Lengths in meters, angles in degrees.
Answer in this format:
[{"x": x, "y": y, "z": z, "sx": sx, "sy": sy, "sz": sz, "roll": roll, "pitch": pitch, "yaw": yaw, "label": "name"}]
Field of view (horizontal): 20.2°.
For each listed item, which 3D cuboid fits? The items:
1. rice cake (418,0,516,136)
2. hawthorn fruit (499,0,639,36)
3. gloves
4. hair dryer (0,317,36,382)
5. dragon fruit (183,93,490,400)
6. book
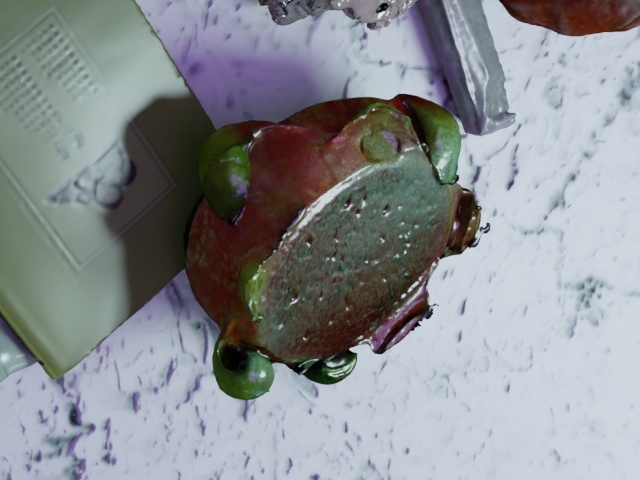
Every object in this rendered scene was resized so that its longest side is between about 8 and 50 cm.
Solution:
[{"x": 0.108, "y": -0.210, "z": 1.560, "sx": 0.055, "sy": 0.049, "sz": 0.270, "roll": -42, "pitch": 121, "yaw": -35, "label": "rice cake"}, {"x": 0.209, "y": -0.278, "z": 1.488, "sx": 0.242, "sy": 0.272, "sz": 0.241, "roll": 0, "pitch": 89, "yaw": 0, "label": "hawthorn fruit"}, {"x": 0.017, "y": -0.221, "z": 1.476, "sx": 0.144, "sy": 0.094, "sz": 0.110, "roll": -22, "pitch": 143, "yaw": 13, "label": "gloves"}, {"x": -0.366, "y": 0.072, "z": 1.408, "sx": 0.206, "sy": 0.075, "sz": 0.237, "roll": -43, "pitch": 110, "yaw": -18, "label": "hair dryer"}, {"x": 0.000, "y": 0.000, "z": 1.495, "sx": 0.295, "sy": 0.130, "sz": 0.268, "roll": -43, "pitch": 144, "yaw": -15, "label": "dragon fruit"}, {"x": -0.219, "y": -0.089, "z": 1.415, "sx": 0.239, "sy": 0.035, "sz": 0.352, "roll": -43, "pitch": 122, "yaw": -18, "label": "book"}]
